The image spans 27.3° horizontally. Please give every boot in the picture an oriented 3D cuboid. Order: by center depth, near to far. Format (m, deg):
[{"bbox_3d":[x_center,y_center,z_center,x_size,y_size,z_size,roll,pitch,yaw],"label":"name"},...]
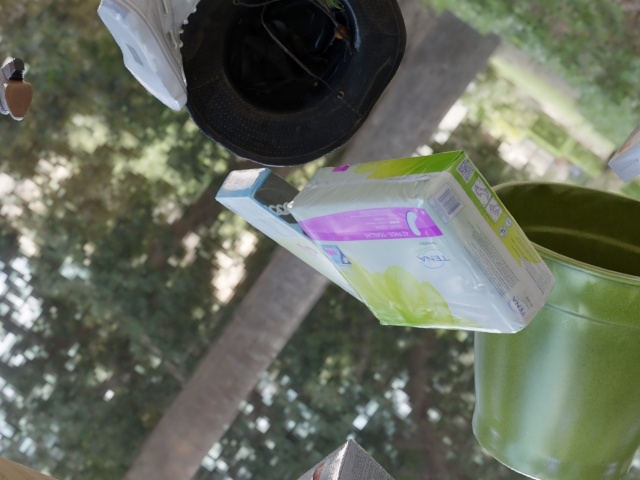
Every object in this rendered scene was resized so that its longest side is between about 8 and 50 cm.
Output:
[{"bbox_3d":[-0.190,-0.266,1.666,0.095,0.123,0.258,36,168,16],"label":"boot"},{"bbox_3d":[-0.464,-0.215,1.983,0.042,0.087,0.118,10,-120,-26],"label":"boot"}]

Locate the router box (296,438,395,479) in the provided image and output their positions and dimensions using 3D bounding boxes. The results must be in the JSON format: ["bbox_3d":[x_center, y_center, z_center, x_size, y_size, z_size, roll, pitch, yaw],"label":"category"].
[{"bbox_3d":[-0.067,0.415,1.489,0.082,0.301,0.335,45,-155,-10],"label":"router box"}]

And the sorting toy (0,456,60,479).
[{"bbox_3d":[-0.463,0.380,1.600,0.257,0.255,0.089,20,142,9],"label":"sorting toy"}]

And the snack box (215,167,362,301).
[{"bbox_3d":[0.000,0.000,2.070,0.322,0.060,0.187,35,170,-18],"label":"snack box"}]

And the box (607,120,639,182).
[{"bbox_3d":[0.460,-0.166,1.679,0.038,0.145,0.186,47,-130,-3],"label":"box"}]

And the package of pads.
[{"bbox_3d":[0.123,0.009,1.634,0.229,0.101,0.296,50,154,-22],"label":"package of pads"}]

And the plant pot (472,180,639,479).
[{"bbox_3d":[0.366,0.144,1.871,0.366,0.353,0.366,10,-160,-4],"label":"plant pot"}]

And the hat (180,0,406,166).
[{"bbox_3d":[-0.052,-0.278,1.846,0.331,0.331,0.134,34,-170,-17],"label":"hat"}]
